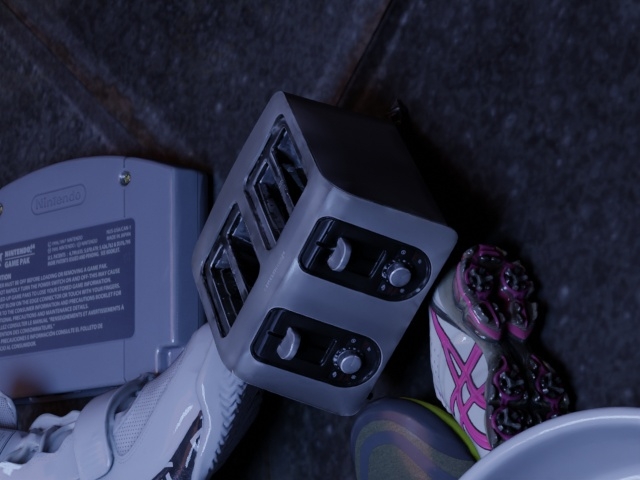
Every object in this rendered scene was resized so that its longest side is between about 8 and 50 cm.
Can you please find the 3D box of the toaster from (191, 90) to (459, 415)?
[{"bbox_3d":[0.000,0.000,1.386,0.168,0.110,0.185,-60,28,24],"label":"toaster"}]

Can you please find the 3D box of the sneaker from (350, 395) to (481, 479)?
[{"bbox_3d":[0.070,0.241,1.297,0.111,0.121,0.300,-34,61,37],"label":"sneaker"}]

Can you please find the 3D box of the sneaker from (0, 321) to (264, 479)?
[{"bbox_3d":[-0.194,0.162,1.506,0.210,0.137,0.366,34,117,2],"label":"sneaker"}]

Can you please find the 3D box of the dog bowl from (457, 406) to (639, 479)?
[{"bbox_3d":[0.179,0.236,1.142,0.265,0.104,0.265,-11,65,25],"label":"dog bowl"}]

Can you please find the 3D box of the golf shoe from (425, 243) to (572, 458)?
[{"bbox_3d":[0.116,0.100,1.319,0.086,0.067,0.186,-47,44,48],"label":"golf shoe"}]

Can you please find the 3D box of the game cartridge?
[{"bbox_3d":[-0.200,0.032,1.655,0.297,0.062,0.198,-10,73,44],"label":"game cartridge"}]
